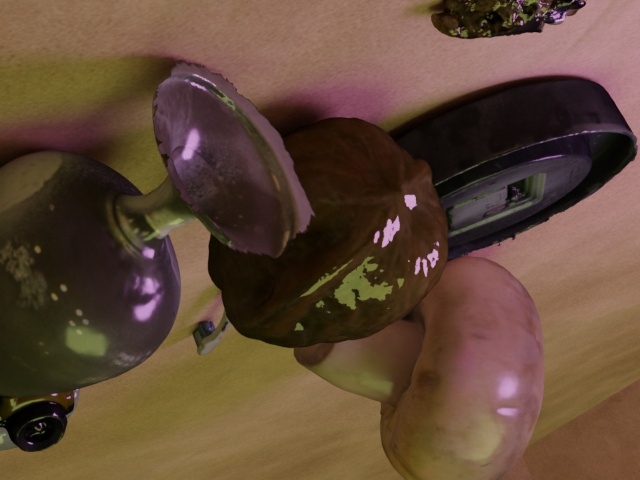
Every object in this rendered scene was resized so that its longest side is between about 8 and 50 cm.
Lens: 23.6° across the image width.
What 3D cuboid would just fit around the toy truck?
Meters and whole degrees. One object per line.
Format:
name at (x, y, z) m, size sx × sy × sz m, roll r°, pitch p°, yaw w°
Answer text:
toy truck at (-0.411, 0.169, 1.820) m, size 0.224 × 0.147 × 0.165 m, roll -14°, pitch 133°, yaw -17°

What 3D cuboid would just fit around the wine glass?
wine glass at (-0.200, 0.004, 1.414) m, size 0.323 × 0.238 × 0.238 m, roll -28°, pitch 161°, yaw 24°

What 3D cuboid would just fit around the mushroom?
mushroom at (0.183, 0.183, 2.214) m, size 0.353 × 0.353 × 0.325 m, roll -5°, pitch -176°, yaw -41°

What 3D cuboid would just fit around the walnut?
walnut at (0.000, 0.000, 1.603) m, size 0.283 × 0.227 × 0.283 m, roll -39°, pitch -173°, yaw 5°

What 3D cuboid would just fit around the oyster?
oyster at (0.180, -0.221, 1.458) m, size 0.148 × 0.051 × 0.103 m, roll -13°, pitch 156°, yaw 9°

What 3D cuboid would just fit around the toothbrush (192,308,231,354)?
toothbrush at (-0.103, 0.068, 1.998) m, size 0.040 × 0.040 × 0.386 m, roll -12°, pitch 160°, yaw -26°

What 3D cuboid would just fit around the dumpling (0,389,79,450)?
dumpling at (-0.416, 0.207, 1.991) m, size 0.217 × 0.149 × 0.104 m, roll -19°, pitch 125°, yaw -26°

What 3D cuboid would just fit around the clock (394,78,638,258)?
clock at (0.193, -0.071, 1.850) m, size 0.386 × 0.076 × 0.386 m, roll -20°, pitch 163°, yaw -6°
